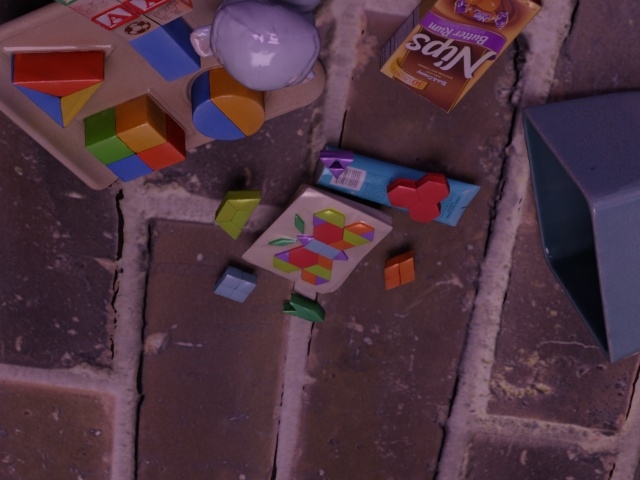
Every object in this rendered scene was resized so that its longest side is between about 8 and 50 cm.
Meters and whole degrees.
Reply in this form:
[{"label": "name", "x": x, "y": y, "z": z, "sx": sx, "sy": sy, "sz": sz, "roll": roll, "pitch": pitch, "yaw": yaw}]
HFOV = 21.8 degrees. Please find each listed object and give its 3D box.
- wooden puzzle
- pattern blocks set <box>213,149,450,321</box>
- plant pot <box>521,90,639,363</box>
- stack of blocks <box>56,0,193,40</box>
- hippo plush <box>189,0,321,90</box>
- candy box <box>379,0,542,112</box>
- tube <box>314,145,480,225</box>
[{"label": "wooden puzzle", "x": -0.206, "y": -0.189, "z": 2.002, "sx": 0.348, "sy": 0.080, "sz": 0.322, "roll": -23, "pitch": 143, "yaw": 17}, {"label": "pattern blocks set", "x": 0.000, "y": 0.000, "z": 2.185, "sx": 0.286, "sy": 0.026, "sz": 0.324, "roll": 13, "pitch": 137, "yaw": -12}, {"label": "plant pot", "x": 0.419, "y": -0.042, "z": 2.048, "sx": 0.252, "sy": 0.248, "sz": 0.247, "roll": -16, "pitch": 125, "yaw": -5}, {"label": "stack of blocks", "x": -0.250, "y": -0.384, "z": 1.799, "sx": 0.087, "sy": 0.297, "sz": 0.171, "roll": -23, "pitch": 161, "yaw": 20}, {"label": "hippo plush", "x": -0.068, "y": -0.294, "z": 1.813, "sx": 0.234, "sy": 0.294, "sz": 0.236, "roll": 25, "pitch": 106, "yaw": -14}, {"label": "candy box", "x": 0.168, "y": -0.255, "z": 2.014, "sx": 0.109, "sy": 0.053, "sz": 0.186, "roll": 29, "pitch": 124, "yaw": -18}, {"label": "tube", "x": 0.097, "y": -0.071, "z": 2.157, "sx": 0.207, "sy": 0.052, "sz": 0.080, "roll": 16, "pitch": 141, "yaw": -12}]
